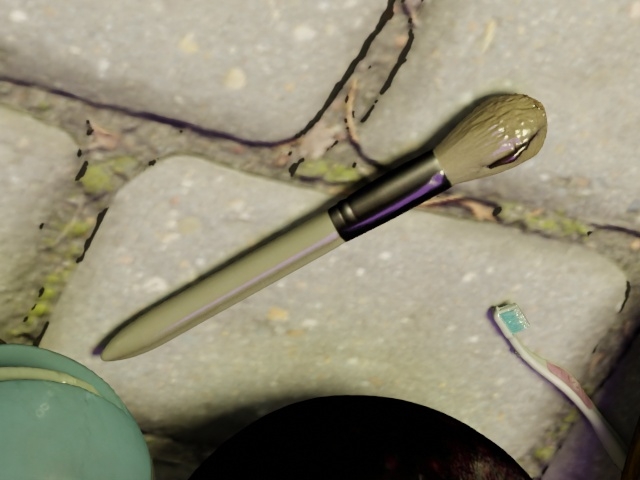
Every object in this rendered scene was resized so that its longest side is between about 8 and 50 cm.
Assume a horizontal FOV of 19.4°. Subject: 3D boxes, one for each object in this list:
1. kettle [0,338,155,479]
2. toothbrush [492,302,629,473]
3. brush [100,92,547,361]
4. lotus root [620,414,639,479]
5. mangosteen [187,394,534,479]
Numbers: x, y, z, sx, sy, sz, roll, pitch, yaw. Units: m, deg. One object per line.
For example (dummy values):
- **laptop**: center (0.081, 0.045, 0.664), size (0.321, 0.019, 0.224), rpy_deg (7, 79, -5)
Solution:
- **kettle**: center (-0.191, 0.230, 1.013), size (0.247, 0.319, 0.342), rpy_deg (7, 128, -29)
- **toothbrush**: center (0.164, 0.101, 1.243), size (0.022, 0.017, 0.204), rpy_deg (-20, 134, 23)
- **brush**: center (0.000, 0.000, 1.086), size (0.299, 0.039, 0.042), rpy_deg (-31, 89, 8)
- **lotus root**: center (0.299, 0.133, 1.202), size (0.195, 0.179, 0.397), rpy_deg (9, 130, -2)
- **mangosteen**: center (0.008, 0.234, 1.166), size (0.275, 0.275, 0.302), rpy_deg (17, 154, -30)
